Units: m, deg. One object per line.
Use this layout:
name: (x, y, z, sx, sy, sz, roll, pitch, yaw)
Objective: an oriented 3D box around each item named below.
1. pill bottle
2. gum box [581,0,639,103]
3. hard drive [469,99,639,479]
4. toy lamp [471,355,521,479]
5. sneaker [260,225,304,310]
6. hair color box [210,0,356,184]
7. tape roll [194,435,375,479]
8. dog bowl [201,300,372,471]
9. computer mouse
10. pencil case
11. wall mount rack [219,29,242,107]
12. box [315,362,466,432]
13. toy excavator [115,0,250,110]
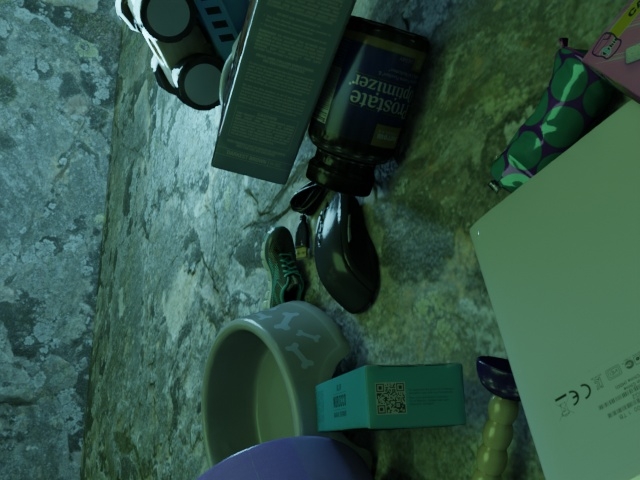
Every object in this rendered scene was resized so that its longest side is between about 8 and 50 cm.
pill bottle: (0.054, -0.176, 0.924, 0.123, 0.123, 0.219, 42, 120, 56)
gum box: (0.303, -0.178, 0.512, 0.188, 0.062, 0.107, -54, 38, 20)
hard drive: (0.232, 0.049, 0.541, 0.203, 0.040, 0.307, -42, 35, 32)
toy lamp: (0.160, 0.256, 0.681, 0.080, 0.080, 0.274, 22, 101, 60)
sneaker: (-0.053, 0.058, 1.129, 0.076, 0.065, 0.166, -4, 88, 56)
hair color box: (-0.041, -0.278, 0.905, 0.185, 0.113, 0.374, -91, 20, -47)
tape roll: (-0.048, 0.362, 0.817, 0.090, 0.275, 0.275, 54, 129, 53)
dog bowl: (-0.068, 0.264, 1.012, 0.349, 0.102, 0.349, 0, 90, 57)
computer mouse: (0.000, 0.000, 1.041, 0.184, 0.060, 0.262, -43, 47, 48)
pencil case: (0.222, -0.110, 0.669, 0.070, 0.064, 0.151, 42, 122, 27)
wall mount rack: (-0.060, -0.369, 1.185, 0.350, 0.130, 0.304, -40, 53, 50)
box: (0.067, 0.179, 0.769, 0.244, 0.100, 0.060, 126, 143, -70)
toy excavator: (-0.182, -0.537, 1.365, 0.222, 0.445, 0.433, 37, 156, 56)
